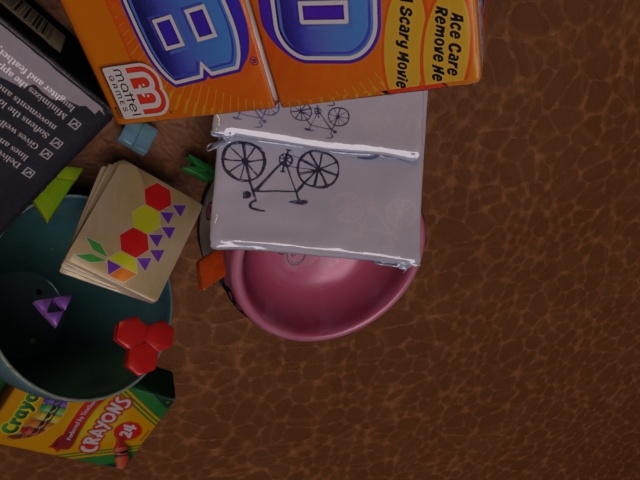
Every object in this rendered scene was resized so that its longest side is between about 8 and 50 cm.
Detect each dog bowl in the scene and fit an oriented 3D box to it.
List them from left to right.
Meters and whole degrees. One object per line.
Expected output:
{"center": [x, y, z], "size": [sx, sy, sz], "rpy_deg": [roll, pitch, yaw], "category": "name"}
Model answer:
{"center": [0.000, 0.000, 0.973], "size": [0.407, 0.150, 0.408], "rpy_deg": [-9, 122, -15], "category": "dog bowl"}

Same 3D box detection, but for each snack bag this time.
{"center": [0.000, -0.137, 0.809], "size": [0.322, 0.037, 0.343], "rpy_deg": [6, 82, -8], "category": "snack bag"}

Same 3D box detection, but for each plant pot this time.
{"center": [-0.399, 0.096, 0.836], "size": [0.195, 0.290, 0.290], "rpy_deg": [-15, 133, 33], "category": "plant pot"}

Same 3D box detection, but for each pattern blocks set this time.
{"center": [-0.266, -0.008, 0.796], "size": [0.285, 0.026, 0.325], "rpy_deg": [39, 59, -19], "category": "pattern blocks set"}

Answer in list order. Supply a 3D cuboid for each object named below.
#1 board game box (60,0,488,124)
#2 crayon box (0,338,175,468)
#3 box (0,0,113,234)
{"center": [-0.034, -0.365, 0.533], "size": [0.356, 0.357, 0.357], "rpy_deg": [-2, 127, 20], "category": "board game box"}
{"center": [-0.458, 0.294, 1.024], "size": [0.318, 0.081, 0.202], "rpy_deg": [28, 108, -31], "category": "crayon box"}
{"center": [-0.491, -0.144, 0.666], "size": [0.395, 0.212, 0.293], "rpy_deg": [-43, 125, 7], "category": "box"}
